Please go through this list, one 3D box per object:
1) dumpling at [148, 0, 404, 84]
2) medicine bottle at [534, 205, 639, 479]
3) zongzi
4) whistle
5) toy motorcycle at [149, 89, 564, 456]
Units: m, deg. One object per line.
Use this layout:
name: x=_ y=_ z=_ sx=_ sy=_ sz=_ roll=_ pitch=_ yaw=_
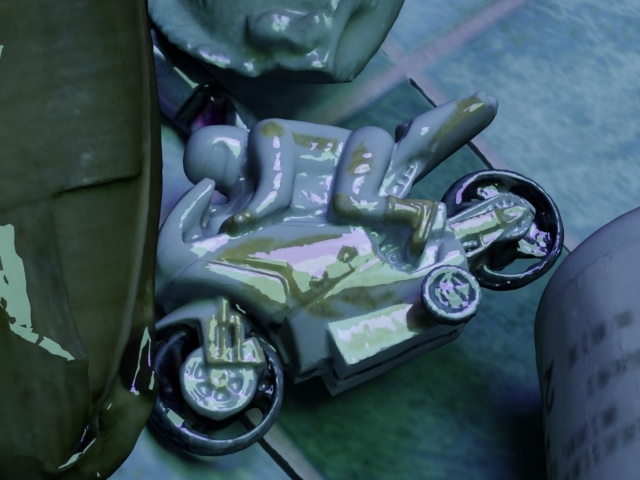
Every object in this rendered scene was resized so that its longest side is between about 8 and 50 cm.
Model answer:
dumpling: x=-0.019 y=-0.159 z=1.021 sx=0.149 sy=0.105 sz=0.216 roll=36 pitch=45 yaw=-5
medicine bottle: x=0.204 y=0.173 z=0.843 sx=0.211 sy=0.211 sz=0.371 roll=18 pitch=49 yaw=-22
zongzi: x=-0.123 y=-0.021 z=0.846 sx=0.418 sy=0.181 sz=0.447 roll=1 pitch=76 yaw=-72
whistle: x=-0.030 y=-0.040 z=0.975 sx=0.176 sy=0.033 sz=0.033 roll=42 pitch=45 yaw=2
toy motorcycle: x=0.000 y=0.000 z=0.916 sx=0.229 sy=0.074 sz=0.151 roll=-29 pitch=73 yaw=-19
